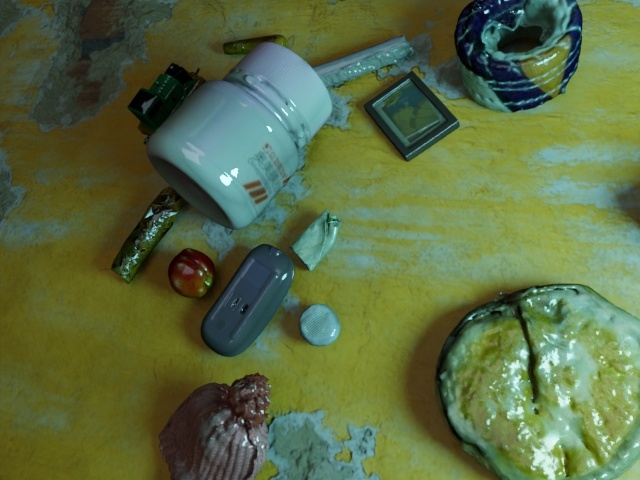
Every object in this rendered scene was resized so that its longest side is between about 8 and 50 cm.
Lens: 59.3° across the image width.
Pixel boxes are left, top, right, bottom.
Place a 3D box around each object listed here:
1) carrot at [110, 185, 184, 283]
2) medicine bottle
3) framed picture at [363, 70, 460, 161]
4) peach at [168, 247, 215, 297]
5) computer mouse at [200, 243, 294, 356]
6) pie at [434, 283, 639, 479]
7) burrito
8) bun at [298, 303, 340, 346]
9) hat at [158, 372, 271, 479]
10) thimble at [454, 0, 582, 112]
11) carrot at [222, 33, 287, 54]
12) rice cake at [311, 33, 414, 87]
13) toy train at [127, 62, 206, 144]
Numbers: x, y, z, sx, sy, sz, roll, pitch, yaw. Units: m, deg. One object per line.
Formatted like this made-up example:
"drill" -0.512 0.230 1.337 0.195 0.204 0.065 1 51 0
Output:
"carrot" -0.380 -0.014 1.238 0.069 0.069 0.228 28 81 28
"medicine bottle" -0.153 -0.211 1.130 0.256 0.256 0.325 30 71 28
"framed picture" 0.184 -0.257 1.154 0.128 0.023 0.168 -34 60 4
"peach" -0.266 0.067 1.145 0.101 0.101 0.100 -8 66 17
"computer mouse" -0.142 0.116 1.097 0.120 0.057 0.232 30 83 28
"pie" 0.346 0.216 0.865 0.339 0.077 0.339 -6 65 14
"burrito" -0.003 -0.002 1.103 0.118 0.044 0.074 -47 63 -1
"bun" -0.001 0.157 1.034 0.083 0.045 0.083 -6 69 16
"hat" -0.168 0.342 0.979 0.237 0.107 0.286 43 111 29
"thimble" 0.375 -0.374 1.064 0.237 0.150 0.237 -9 64 18
"carrot" -0.163 -0.473 1.366 0.171 0.042 0.042 1 69 21
"rice cake" 0.072 -0.389 1.238 0.270 0.049 0.055 -15 50 15
"toy train" -0.359 -0.327 1.323 0.091 0.136 0.227 29 83 28
